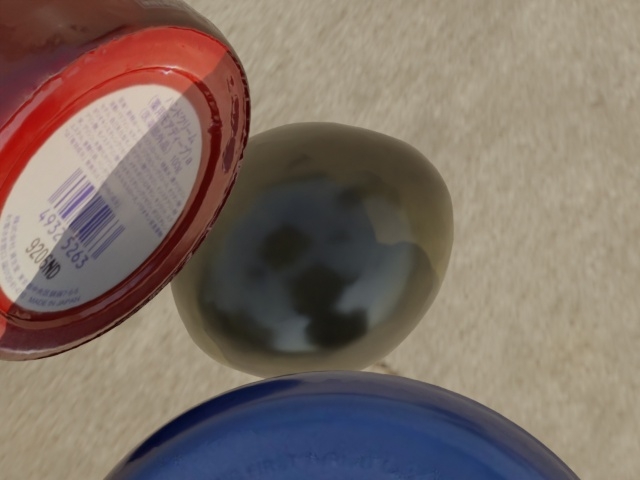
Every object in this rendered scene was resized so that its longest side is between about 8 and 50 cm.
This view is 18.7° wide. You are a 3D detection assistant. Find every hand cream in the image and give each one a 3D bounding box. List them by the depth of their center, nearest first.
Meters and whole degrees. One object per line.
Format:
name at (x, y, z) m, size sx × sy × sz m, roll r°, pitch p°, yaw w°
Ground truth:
hand cream at (-0.137, -0.050, 0.898) m, size 0.125 × 0.193 × 0.193 m, roll 37°, pitch 109°, yaw 31°

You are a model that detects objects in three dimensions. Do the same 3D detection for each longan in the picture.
longan at (0.000, 0.000, 1.221) m, size 0.185 × 0.204 × 0.159 m, roll -18°, pitch 109°, yaw 31°

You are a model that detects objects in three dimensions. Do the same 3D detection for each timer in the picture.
timer at (0.033, 0.184, 0.986) m, size 0.270 × 0.383 × 0.270 m, roll 0°, pitch 92°, yaw 8°
